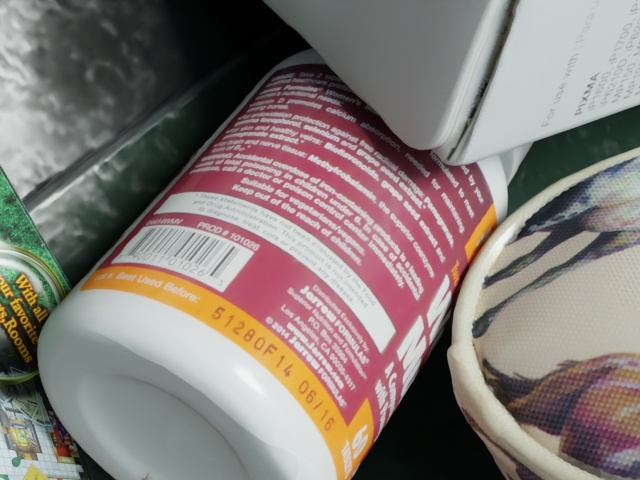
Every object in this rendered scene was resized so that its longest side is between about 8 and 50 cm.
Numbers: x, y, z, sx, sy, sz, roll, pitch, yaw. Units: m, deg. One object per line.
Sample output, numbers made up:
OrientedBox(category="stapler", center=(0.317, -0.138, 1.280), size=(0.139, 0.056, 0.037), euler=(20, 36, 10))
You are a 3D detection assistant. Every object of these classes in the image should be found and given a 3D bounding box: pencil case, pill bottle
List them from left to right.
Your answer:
OrientedBox(category="pill bottle", center=(0.000, 0.000, 0.502), size=(0.121, 0.121, 0.221), euler=(51, 52, -18))
OrientedBox(category="pencil case", center=(0.216, 0.135, 0.548), size=(0.410, 0.183, 0.160), euler=(53, 27, -39))

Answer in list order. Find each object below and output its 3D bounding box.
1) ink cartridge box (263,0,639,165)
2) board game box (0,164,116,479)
OrientedBox(category="ink cartridge box", center=(0.113, -0.177, 0.527), size=(0.306, 0.131, 0.226), euler=(-19, 52, -34))
OrientedBox(category="board game box", center=(-0.153, 0.046, 0.473), size=(0.136, 0.030, 0.259), euler=(-33, 103, -27))
